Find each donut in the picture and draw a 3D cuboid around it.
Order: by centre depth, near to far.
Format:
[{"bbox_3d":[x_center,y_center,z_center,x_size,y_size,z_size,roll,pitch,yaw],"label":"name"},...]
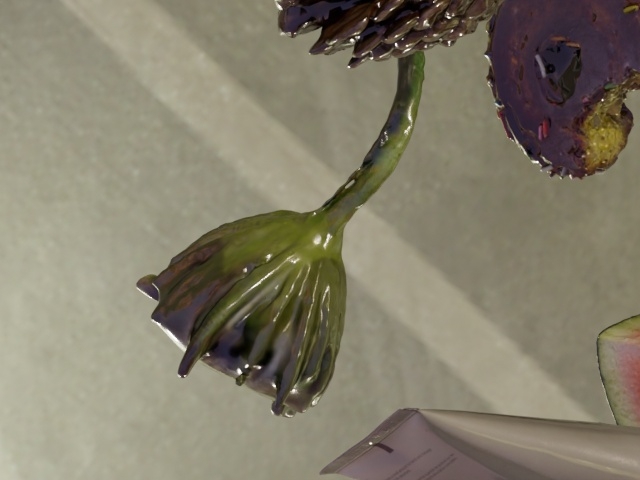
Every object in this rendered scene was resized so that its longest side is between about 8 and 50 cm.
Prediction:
[{"bbox_3d":[0.266,-0.181,1.834,0.216,0.096,0.230,47,128,35],"label":"donut"}]

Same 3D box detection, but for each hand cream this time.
[{"bbox_3d":[0.101,0.109,0.894,0.186,0.054,0.087,11,150,-23],"label":"hand cream"}]

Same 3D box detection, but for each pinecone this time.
[{"bbox_3d":[0.030,-0.214,1.185,0.204,0.179,0.184,57,173,-18],"label":"pinecone"}]

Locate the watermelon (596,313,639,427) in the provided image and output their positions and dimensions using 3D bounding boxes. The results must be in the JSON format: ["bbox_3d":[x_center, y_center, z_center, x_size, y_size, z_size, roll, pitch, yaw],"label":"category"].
[{"bbox_3d":[0.316,0.109,1.418,0.193,0.145,0.137,50,123,4],"label":"watermelon"}]

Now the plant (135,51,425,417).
[{"bbox_3d":[-0.026,-0.015,1.612,0.180,0.251,0.333,15,119,-24],"label":"plant"}]
